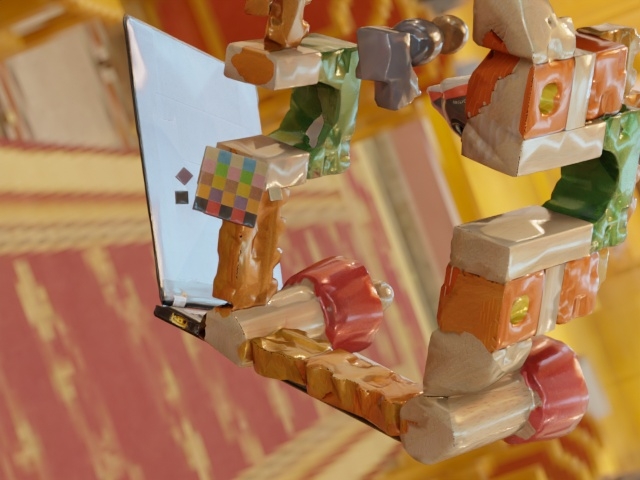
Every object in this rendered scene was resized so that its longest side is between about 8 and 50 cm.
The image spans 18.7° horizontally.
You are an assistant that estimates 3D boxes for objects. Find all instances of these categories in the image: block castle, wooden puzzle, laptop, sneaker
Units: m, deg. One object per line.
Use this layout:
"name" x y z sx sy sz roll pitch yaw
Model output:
"block castle" 0.091 -0.081 1.499 0.213 0.303 0.453 -14 117 -47
"wooden puzzle" -0.066 -0.039 1.410 0.006 0.083 0.049 -19 -123 65
"laptop" 0.000 0.000 1.868 0.408 0.236 0.382 26 4 16
"sneaker" 0.127 -0.108 1.692 0.158 0.061 0.065 -16 95 -85
